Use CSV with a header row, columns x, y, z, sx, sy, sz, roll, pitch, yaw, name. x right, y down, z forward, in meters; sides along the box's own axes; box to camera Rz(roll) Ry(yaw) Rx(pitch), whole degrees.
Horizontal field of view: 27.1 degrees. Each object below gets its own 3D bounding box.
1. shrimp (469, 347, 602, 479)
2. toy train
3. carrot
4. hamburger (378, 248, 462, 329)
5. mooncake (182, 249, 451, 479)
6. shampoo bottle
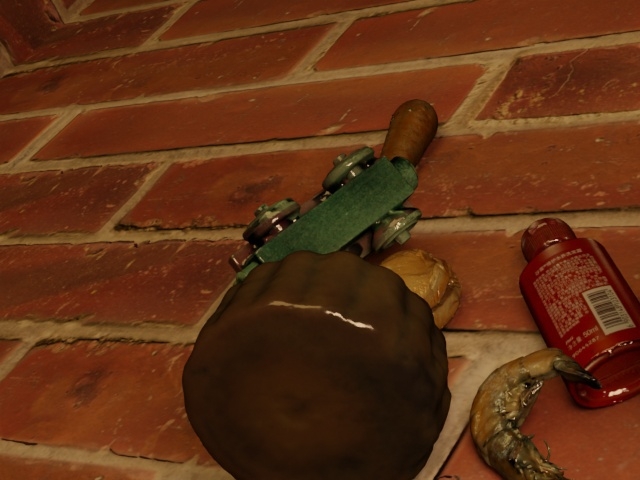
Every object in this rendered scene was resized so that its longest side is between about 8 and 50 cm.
x,y,z,sx,sy,sz,roll,pitch,yaw,name
0.234,0.193,1.404,0.150,0.051,0.217,-52,33,8,shrimp
0.000,0.000,1.807,0.304,0.150,0.221,-36,-6,-24,toy train
0.118,-0.114,2.053,0.078,0.078,0.298,-10,36,29,carrot
0.109,0.075,1.722,0.147,0.083,0.138,-36,25,-20,hamburger
0.004,0.148,1.479,0.290,0.290,0.161,-15,25,21,mooncake
0.305,0.074,1.560,0.118,0.076,0.314,-33,26,10,shampoo bottle
